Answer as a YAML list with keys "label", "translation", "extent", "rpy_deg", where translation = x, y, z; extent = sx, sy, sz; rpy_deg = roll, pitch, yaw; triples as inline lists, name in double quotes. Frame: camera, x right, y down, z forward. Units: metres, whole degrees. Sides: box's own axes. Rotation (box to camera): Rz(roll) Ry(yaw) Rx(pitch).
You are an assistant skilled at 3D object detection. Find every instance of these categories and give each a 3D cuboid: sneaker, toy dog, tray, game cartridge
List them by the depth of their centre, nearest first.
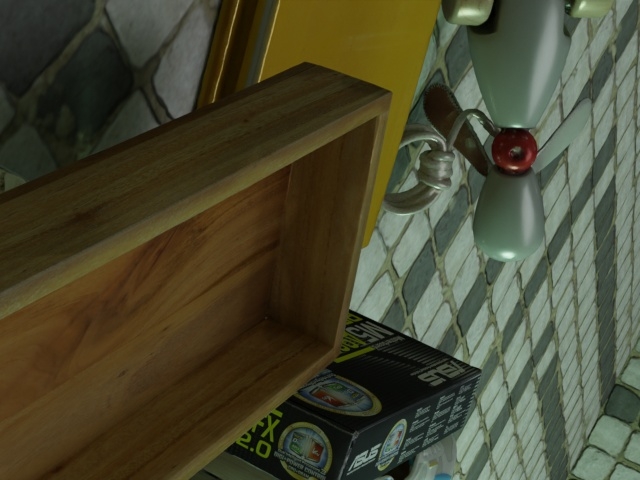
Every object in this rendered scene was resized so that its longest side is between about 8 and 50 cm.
- label: "tray"
  translation: [-0.102, 0.048, 0.738]
  extent: [0.411, 0.076, 0.202]
  rpy_deg: [-34, 140, -54]
- label: "game cartridge"
  translation: [-0.006, -0.101, 1.116]
  extent: [0.324, 0.053, 0.285]
  rpy_deg: [-22, 131, -63]
- label: "toy dog"
  translation: [0.183, -0.164, 1.330]
  extent: [0.161, 0.220, 0.333]
  rpy_deg: [-96, -152, -69]
- label: "sneaker"
  translation: [0.116, 0.288, 1.712]
  extent: [0.229, 0.087, 0.092]
  rpy_deg: [-36, 141, -54]

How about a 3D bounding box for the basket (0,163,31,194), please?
- label: "basket"
  translation: [-0.168, 0.028, 0.800]
  extent: [0.113, 0.103, 0.167]
  rpy_deg: [-65, 157, -6]

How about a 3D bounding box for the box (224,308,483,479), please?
- label: "box"
  translation: [-0.016, 0.107, 1.069]
  extent: [0.270, 0.216, 0.060]
  rpy_deg: [-10, 120, -63]

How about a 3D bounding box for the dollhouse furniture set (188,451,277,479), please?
- label: "dollhouse furniture set"
  translation: [-0.087, 0.300, 1.157]
  extent: [0.303, 0.174, 0.355]
  rpy_deg: [-29, 137, -55]
